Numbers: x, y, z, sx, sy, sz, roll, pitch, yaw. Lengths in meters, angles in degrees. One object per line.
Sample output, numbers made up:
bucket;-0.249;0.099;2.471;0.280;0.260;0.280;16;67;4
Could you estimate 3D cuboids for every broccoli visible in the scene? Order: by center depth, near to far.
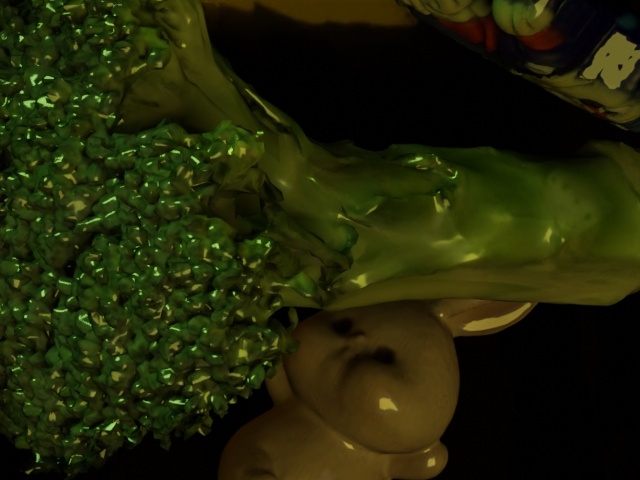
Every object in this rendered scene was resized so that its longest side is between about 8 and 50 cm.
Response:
broccoli;0.006;-0.012;0.591;0.361;0.221;0.252;-6;160;-8

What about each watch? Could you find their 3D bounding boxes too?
watch;0.109;-0.182;0.623;0.196;0.171;0.200;15;105;-50

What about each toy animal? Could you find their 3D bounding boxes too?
toy animal;0.029;0.069;0.740;0.124;0.124;0.212;26;96;-31
